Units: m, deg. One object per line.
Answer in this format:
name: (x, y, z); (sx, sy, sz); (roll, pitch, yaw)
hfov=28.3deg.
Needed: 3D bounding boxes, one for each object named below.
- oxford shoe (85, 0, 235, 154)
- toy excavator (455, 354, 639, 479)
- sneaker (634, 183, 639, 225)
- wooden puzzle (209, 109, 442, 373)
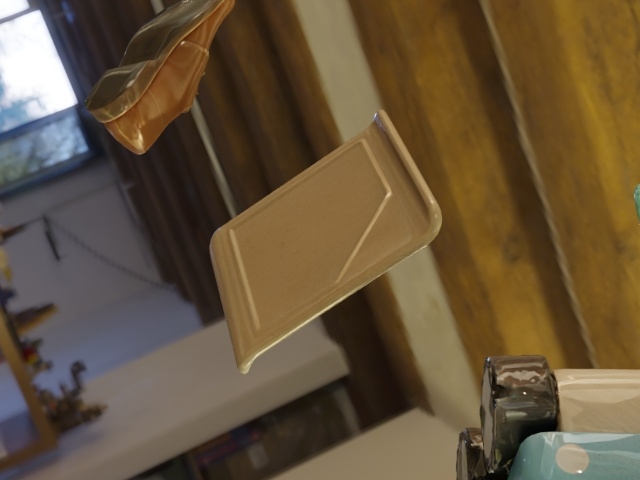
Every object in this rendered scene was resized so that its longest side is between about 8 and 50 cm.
oxford shoe: (-0.137, -0.165, 1.191); (0.076, 0.212, 0.076); (0, -44, 43)
toy excavator: (0.254, 0.290, 1.024); (0.433, 0.222, 0.445); (94, -3, -55)
sneaker: (0.311, 0.014, 0.995); (0.166, 0.076, 0.065); (52, 30, -30)
wooden puzzle: (0.000, 0.000, 1.218); (0.044, 0.238, 0.221); (46, 12, -31)
